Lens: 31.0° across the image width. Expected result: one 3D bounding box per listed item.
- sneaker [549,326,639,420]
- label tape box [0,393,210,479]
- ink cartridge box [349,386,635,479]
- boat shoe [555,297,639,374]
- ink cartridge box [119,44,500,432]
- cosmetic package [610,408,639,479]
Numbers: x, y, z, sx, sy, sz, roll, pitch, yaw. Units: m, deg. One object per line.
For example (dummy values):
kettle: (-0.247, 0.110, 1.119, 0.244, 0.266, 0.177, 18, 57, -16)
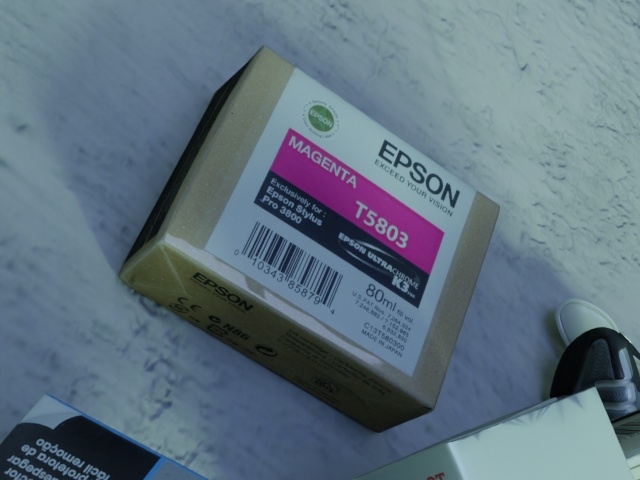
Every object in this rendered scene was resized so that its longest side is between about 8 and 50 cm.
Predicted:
sneaker: (0.261, 0.189, 0.943, 0.132, 0.086, 0.228, 8, 76, -33)
label tape box: (-0.139, 0.278, 0.575, 0.249, 0.115, 0.347, 24, 51, 18)
ink cartridge box: (0.120, 0.198, 0.702, 0.127, 0.128, 0.176, -12, 75, -34)
boat shoe: (0.249, 0.096, 0.994, 0.125, 0.038, 0.046, 41, 97, -3)
ink cartridge box: (0.000, 0.000, 0.857, 0.235, 0.088, 0.193, 32, 58, -15)
cosmetic package: (0.263, 0.271, 0.799, 0.153, 0.129, 0.296, -16, 87, -18)
